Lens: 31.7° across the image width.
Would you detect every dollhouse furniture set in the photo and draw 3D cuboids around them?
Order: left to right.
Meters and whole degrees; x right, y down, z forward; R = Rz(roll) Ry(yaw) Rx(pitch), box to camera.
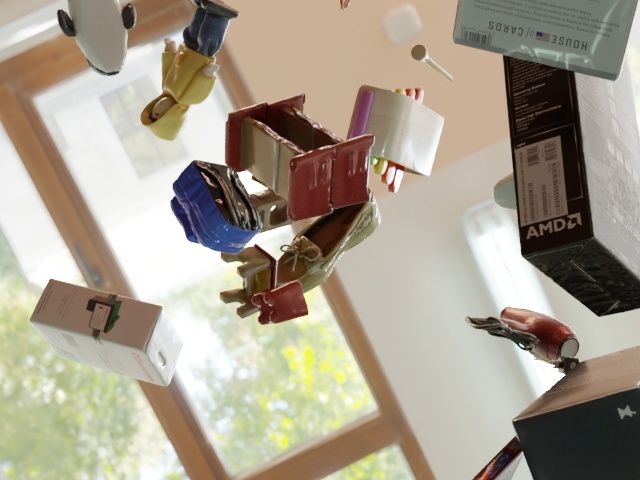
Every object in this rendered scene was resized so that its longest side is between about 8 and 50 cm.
[{"bbox_3d":[-0.046,-0.027,1.832,0.152,0.374,0.201,-18,-142,-32],"label":"dollhouse furniture set"}]

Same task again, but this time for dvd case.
[{"bbox_3d":[0.233,-0.286,1.111,0.179,0.238,0.029,17,-141,16],"label":"dvd case"}]

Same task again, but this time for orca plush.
[{"bbox_3d":[-0.449,-0.437,2.103,0.151,0.287,0.102,-36,-169,-30],"label":"orca plush"}]

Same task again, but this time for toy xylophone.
[{"bbox_3d":[0.154,-0.219,2.039,0.081,0.236,0.323,15,173,22],"label":"toy xylophone"}]

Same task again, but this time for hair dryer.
[{"bbox_3d":[0.385,0.162,2.127,0.080,0.224,0.293,-62,176,5],"label":"hair dryer"}]

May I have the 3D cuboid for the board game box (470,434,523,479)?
[{"bbox_3d":[0.204,0.409,1.655,0.027,0.145,0.281,35,-137,24],"label":"board game box"}]

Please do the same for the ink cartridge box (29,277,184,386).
[{"bbox_3d":[-0.362,0.160,1.937,0.220,0.160,0.092,12,-117,15],"label":"ink cartridge box"}]

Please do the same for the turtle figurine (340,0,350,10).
[{"bbox_3d":[0.098,-0.514,1.805,0.087,0.217,0.269,10,135,-26],"label":"turtle figurine"}]

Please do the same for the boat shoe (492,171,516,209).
[{"bbox_3d":[0.374,-0.113,1.763,0.219,0.077,0.070,-20,-138,17],"label":"boat shoe"}]

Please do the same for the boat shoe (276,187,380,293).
[{"bbox_3d":[0.000,0.000,2.224,0.105,0.089,0.285,35,-114,29],"label":"boat shoe"}]

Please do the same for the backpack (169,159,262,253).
[{"bbox_3d":[-0.141,-0.036,1.542,0.098,0.120,0.101,1,138,-50],"label":"backpack"}]

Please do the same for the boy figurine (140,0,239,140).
[{"bbox_3d":[-0.257,-0.327,2.126,0.092,0.285,0.177,12,-158,-44],"label":"boy figurine"}]

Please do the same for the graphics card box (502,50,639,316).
[{"bbox_3d":[0.310,-0.117,1.347,0.094,0.370,0.233,-17,151,29],"label":"graphics card box"}]

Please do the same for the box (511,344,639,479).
[{"bbox_3d":[0.501,0.342,1.769,0.212,0.293,0.395,-21,177,28],"label":"box"}]
